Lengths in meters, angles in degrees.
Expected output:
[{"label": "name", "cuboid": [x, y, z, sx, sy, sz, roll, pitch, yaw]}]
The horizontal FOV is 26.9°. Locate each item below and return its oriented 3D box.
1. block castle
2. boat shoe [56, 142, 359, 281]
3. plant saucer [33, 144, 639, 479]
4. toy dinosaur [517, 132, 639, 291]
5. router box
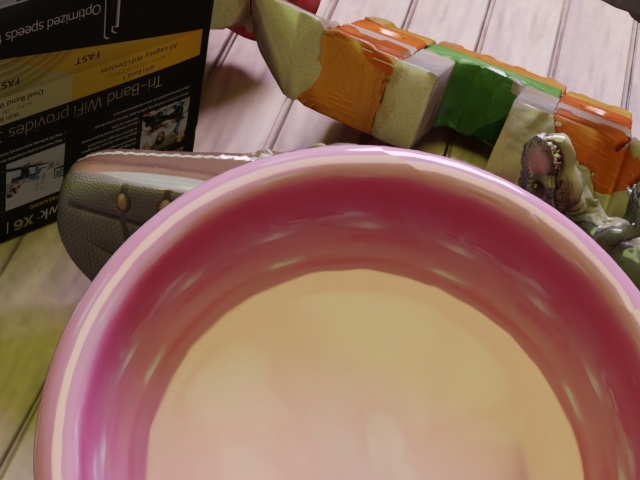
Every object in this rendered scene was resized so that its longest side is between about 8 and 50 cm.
[{"label": "block castle", "cuboid": [0.154, -0.204, 0.921, 0.453, 0.303, 0.213, 22, 15, 7]}, {"label": "boat shoe", "cuboid": [0.000, 0.000, 0.833, 0.324, 0.123, 0.116, 14, 40, -12]}, {"label": "plant saucer", "cuboid": [0.025, 0.114, 0.680, 0.332, 0.084, 0.332, 4, 66, -8]}, {"label": "toy dinosaur", "cuboid": [0.223, 0.031, 0.792, 0.118, 0.064, 0.268, -35, 93, -1]}, {"label": "router box", "cuboid": [-0.208, -0.104, 0.791, 0.309, 0.243, 0.081, -24, 56, -32]}]
